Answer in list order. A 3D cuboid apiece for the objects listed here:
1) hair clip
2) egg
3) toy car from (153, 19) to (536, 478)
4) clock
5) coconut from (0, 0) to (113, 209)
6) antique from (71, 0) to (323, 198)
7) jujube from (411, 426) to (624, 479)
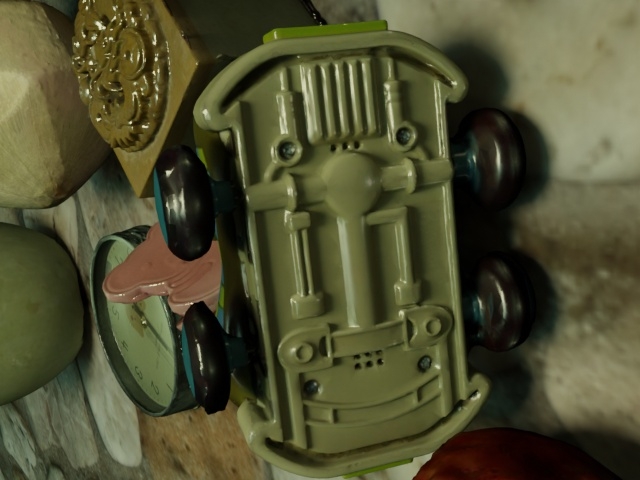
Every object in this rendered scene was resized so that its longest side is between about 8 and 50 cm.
[{"bbox_3d":[-0.122,0.026,0.663,0.102,0.123,0.138,46,149,-10],"label":"hair clip"},{"bbox_3d":[-0.524,0.110,1.021,0.278,0.335,0.279,18,112,53],"label":"egg"},{"bbox_3d":[0.000,0.000,0.462,0.198,0.204,0.248,-155,57,-72],"label":"toy car"},{"bbox_3d":[-0.203,0.096,0.836,0.226,0.048,0.226,23,120,47],"label":"clock"},{"bbox_3d":[-0.328,-0.135,0.780,0.224,0.224,0.234,-42,73,50],"label":"coconut"},{"bbox_3d":[-0.096,-0.135,0.535,0.147,0.147,0.152,59,138,21],"label":"antique"},{"bbox_3d":[0.133,0.208,0.339,0.243,0.183,0.184,35,129,24],"label":"jujube"}]
